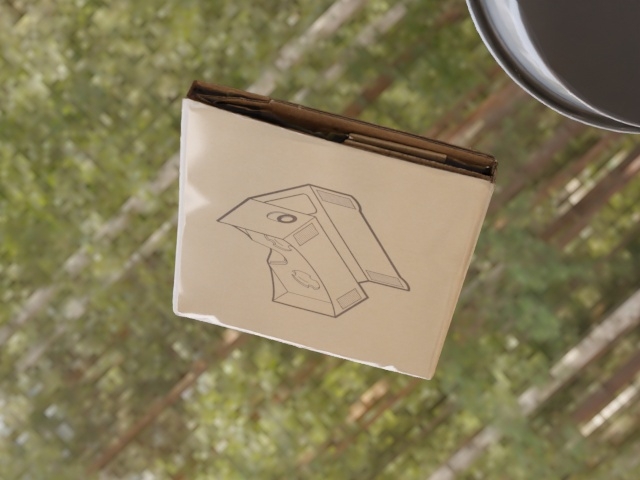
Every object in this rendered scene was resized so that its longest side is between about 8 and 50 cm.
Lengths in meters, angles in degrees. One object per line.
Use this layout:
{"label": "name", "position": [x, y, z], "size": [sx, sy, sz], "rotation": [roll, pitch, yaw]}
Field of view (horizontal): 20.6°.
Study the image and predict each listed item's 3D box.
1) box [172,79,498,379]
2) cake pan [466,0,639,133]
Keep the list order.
{"label": "box", "position": [0.000, 0.000, 0.971], "size": [0.164, 0.201, 0.021], "rotation": [14, -125, 3]}
{"label": "cake pan", "position": [0.229, -0.191, 1.062], "size": [0.293, 0.293, 0.054], "rotation": [40, -167, -26]}
